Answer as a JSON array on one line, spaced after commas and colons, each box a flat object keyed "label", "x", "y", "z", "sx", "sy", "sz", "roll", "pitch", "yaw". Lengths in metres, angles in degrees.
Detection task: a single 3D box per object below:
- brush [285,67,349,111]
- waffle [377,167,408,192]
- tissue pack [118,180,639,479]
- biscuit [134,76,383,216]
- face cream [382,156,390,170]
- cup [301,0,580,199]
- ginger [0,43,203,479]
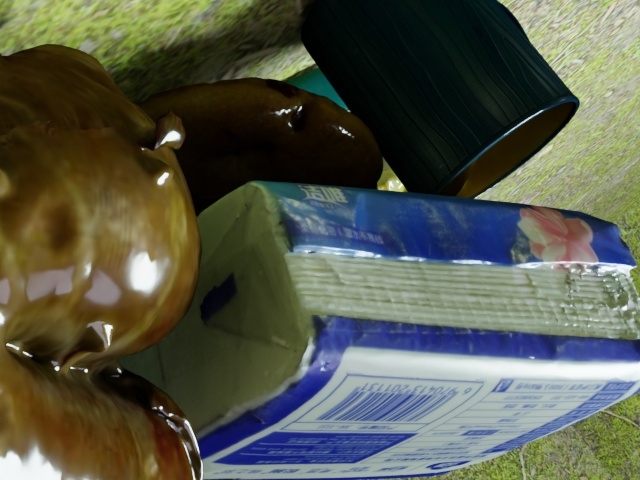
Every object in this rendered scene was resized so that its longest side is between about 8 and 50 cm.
[{"label": "brush", "x": -0.052, "y": -0.063, "z": 0.890, "sx": 0.193, "sy": 0.043, "sz": 0.032, "roll": -32, "pitch": -175, "yaw": -25}, {"label": "waffle", "x": -0.018, "y": 0.049, "z": 1.090, "sx": 0.280, "sy": 0.060, "sz": 0.262, "roll": 26, "pitch": 95, "yaw": -45}, {"label": "tissue pack", "x": 0.029, "y": 0.053, "z": 0.783, "sx": 0.269, "sy": 0.137, "sz": 0.209, "roll": 6, "pitch": 155, "yaw": -37}, {"label": "biscuit", "x": -0.065, "y": -0.017, "z": 0.815, "sx": 0.212, "sy": 0.036, "sz": 0.212, "roll": -9, "pitch": 144, "yaw": -6}, {"label": "face cream", "x": 0.000, "y": 0.000, "z": 1.168, "sx": 0.250, "sy": 0.077, "sz": 0.077, "roll": -30, "pitch": 166, "yaw": -20}, {"label": "cup", "x": 0.073, "y": -0.101, "z": 0.845, "sx": 0.113, "sy": 0.138, "sz": 0.150, "roll": -38, "pitch": 168, "yaw": 12}, {"label": "ginger", "x": -0.185, "y": 0.025, "z": 0.524, "sx": 0.176, "sy": 0.254, "sz": 0.418, "roll": 4, "pitch": -179, "yaw": 35}]
